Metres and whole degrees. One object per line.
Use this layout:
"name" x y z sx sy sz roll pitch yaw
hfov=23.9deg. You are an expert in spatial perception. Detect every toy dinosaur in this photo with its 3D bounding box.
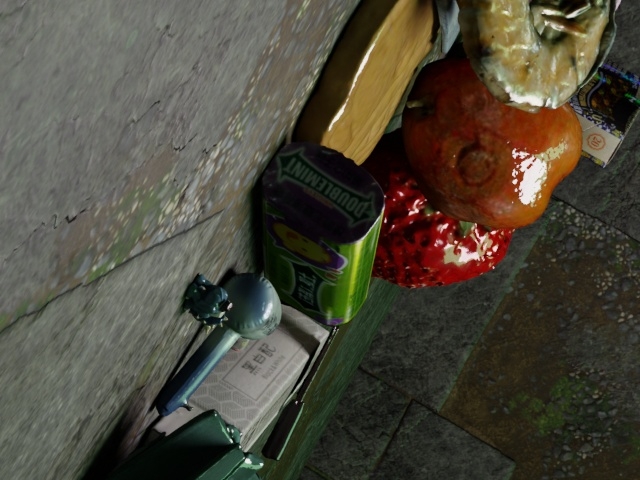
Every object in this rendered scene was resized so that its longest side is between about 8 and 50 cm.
"toy dinosaur" -0.114 0.065 1.565 0.030 0.047 0.083 -54 171 -30

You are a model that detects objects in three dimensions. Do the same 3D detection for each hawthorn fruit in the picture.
"hawthorn fruit" 0.198 -0.136 1.892 0.261 0.224 0.224 33 86 -43

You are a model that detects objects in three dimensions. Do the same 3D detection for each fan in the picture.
"fan" 0.141 -0.266 1.694 0.057 0.023 0.282 -63 170 -3

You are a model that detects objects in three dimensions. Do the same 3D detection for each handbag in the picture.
"handbag" -0.154 0.331 1.689 0.238 0.089 0.326 -39 149 -12

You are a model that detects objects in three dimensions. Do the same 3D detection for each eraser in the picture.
"eraser" -0.109 0.206 1.935 0.098 0.096 0.404 -63 171 27

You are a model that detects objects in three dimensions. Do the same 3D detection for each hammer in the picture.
"hammer" -0.097 0.108 1.915 0.053 0.031 0.083 -59 -177 11
"hammer" -0.120 0.124 1.723 0.194 0.069 0.116 -51 172 -7

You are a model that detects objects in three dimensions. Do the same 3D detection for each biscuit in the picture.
"biscuit" 0.071 -0.200 1.747 0.312 0.057 0.351 -57 172 -13

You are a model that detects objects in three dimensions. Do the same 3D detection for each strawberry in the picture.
"strawberry" 0.140 -0.040 2.134 0.257 0.257 0.277 -55 -168 -31

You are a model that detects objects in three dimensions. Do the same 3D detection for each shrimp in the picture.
"shrimp" 0.245 -0.323 1.674 0.071 0.233 0.365 -1 -97 55

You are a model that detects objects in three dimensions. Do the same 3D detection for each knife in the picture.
"knife" -0.019 0.190 2.035 0.230 0.028 0.060 -64 -176 8

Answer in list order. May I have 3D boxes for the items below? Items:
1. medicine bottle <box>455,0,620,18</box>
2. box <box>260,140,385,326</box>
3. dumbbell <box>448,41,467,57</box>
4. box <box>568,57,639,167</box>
"medicine bottle" 0.268 -0.326 1.892 0.202 0.202 0.316 -61 177 6
"box" 0.000 0.000 1.740 0.097 0.134 0.345 -58 171 -16
"dumbbell" 0.225 -0.155 2.423 0.388 0.185 0.185 -59 172 -6
"box" 0.410 -0.279 2.654 0.198 0.310 0.084 -52 171 -48
